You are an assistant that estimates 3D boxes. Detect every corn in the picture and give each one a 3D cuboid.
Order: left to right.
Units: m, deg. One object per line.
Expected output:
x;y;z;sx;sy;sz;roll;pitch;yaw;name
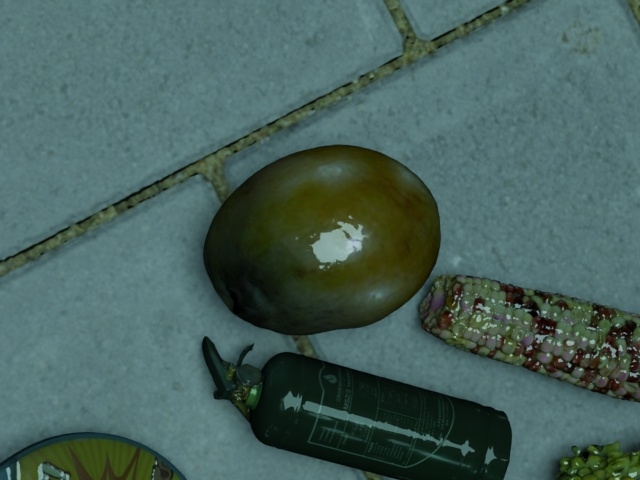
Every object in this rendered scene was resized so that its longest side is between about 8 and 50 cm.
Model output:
0.241;0.096;1.640;0.280;0.092;0.092;16;82;-10;corn

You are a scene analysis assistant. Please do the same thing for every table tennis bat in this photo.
-0.261;0.287;1.503;0.329;0.044;0.215;3;86;-25;table tennis bat

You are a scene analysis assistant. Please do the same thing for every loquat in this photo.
0.000;0.000;1.552;0.227;0.179;0.179;-10;87;-8;loquat

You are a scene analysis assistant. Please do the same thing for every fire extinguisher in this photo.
0.031;0.170;1.585;0.311;0.095;0.114;15;45;-13;fire extinguisher

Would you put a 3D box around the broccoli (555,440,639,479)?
0.309;0.323;1.590;0.273;0.180;0.243;-10;89;-14;broccoli
